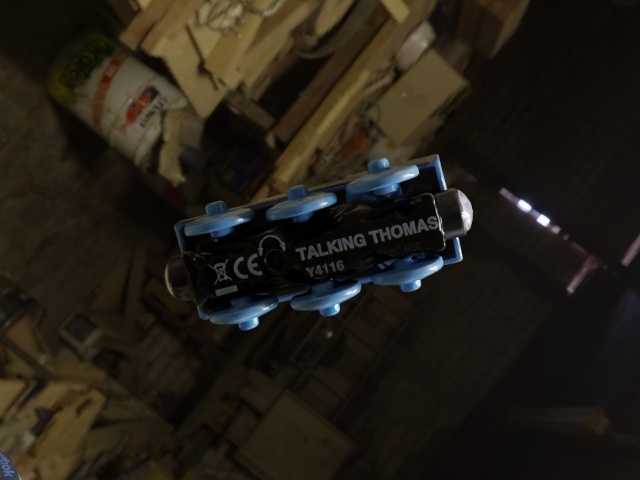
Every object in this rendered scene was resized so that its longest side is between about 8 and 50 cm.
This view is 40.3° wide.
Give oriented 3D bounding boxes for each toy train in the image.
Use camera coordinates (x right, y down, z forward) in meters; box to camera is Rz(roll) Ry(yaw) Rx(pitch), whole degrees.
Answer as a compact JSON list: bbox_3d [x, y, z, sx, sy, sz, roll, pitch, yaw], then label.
[{"bbox_3d":[0.000,0.000,0.528,0.184,0.080,0.105,-14,-174,10],"label":"toy train"}]

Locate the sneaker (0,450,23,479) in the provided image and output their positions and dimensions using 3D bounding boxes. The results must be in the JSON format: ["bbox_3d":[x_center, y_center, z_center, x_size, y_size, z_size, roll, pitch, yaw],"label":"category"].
[{"bbox_3d":[-0.169,0.080,0.324,0.082,0.069,0.209,-26,136,6],"label":"sneaker"}]
